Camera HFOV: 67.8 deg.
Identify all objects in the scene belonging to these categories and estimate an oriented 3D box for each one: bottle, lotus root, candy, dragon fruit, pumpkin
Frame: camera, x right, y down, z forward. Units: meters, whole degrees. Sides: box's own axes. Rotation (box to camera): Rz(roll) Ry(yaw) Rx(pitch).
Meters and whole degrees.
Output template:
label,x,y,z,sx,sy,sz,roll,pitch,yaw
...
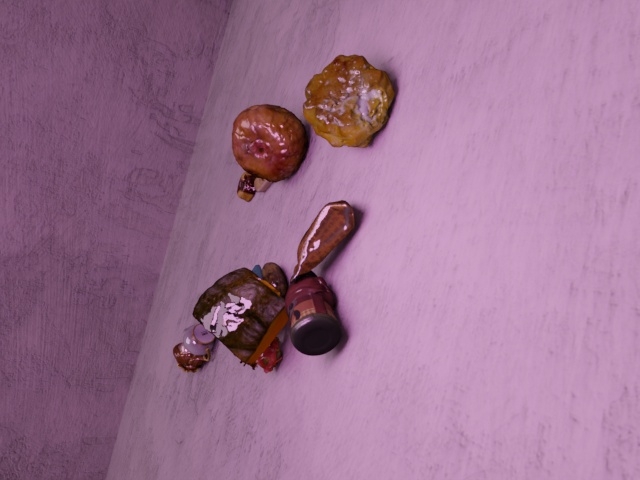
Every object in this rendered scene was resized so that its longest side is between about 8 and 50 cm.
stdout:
label,x,y,z,sx,sy,sz,roll,pitch,yaw
bottle,-0.031,0.189,1.322,0.156,0.143,0.271,-39,30,11
lotus root,-0.157,0.135,1.624,0.179,0.081,0.089,-112,17,-51
candy,0.000,0.000,1.348,0.271,0.101,0.143,-53,4,10
dragon fruit,-0.162,0.362,1.529,0.116,0.081,0.086,-63,21,14
pumpkin,-0.244,0.227,1.472,0.303,0.256,0.225,26,67,42

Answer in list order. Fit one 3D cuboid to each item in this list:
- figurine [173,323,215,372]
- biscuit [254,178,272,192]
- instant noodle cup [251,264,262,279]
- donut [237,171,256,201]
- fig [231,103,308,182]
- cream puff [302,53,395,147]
label,x,y,z,sx,sy,sz,roll,pitch,yaw
figurine,-0.560,0.477,2.107,0.263,0.142,0.189,-51,60,36
biscuit,-0.211,-0.260,1.940,0.188,0.052,0.056,-41,56,46
instant noodle cup,-0.223,0.195,1.723,0.157,0.070,0.179,-55,34,29
donut,-0.329,-0.246,2.134,0.140,0.059,0.140,-40,42,50
fig,-0.159,-0.403,1.796,0.286,0.286,0.368,-46,10,41
cream puff,0.088,-0.388,1.380,0.282,0.185,0.281,-6,69,16
